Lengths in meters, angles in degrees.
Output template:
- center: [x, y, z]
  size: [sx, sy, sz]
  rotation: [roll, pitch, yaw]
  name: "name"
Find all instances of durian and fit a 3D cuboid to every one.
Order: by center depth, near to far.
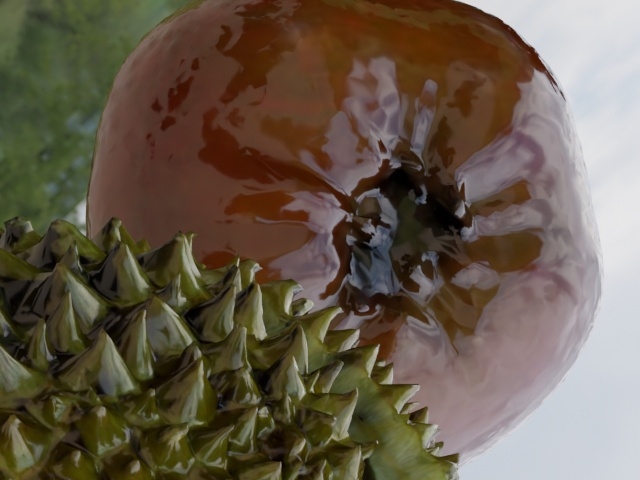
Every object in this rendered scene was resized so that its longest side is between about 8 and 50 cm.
- center: [-0.094, 0.084, 0.388]
  size: [0.237, 0.138, 0.193]
  rotation: [-44, -168, -3]
  name: "durian"

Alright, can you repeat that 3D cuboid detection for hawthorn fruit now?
- center: [0.000, 0.000, 0.622]
  size: [0.196, 0.196, 0.225]
  rotation: [-45, -173, -11]
  name: "hawthorn fruit"
